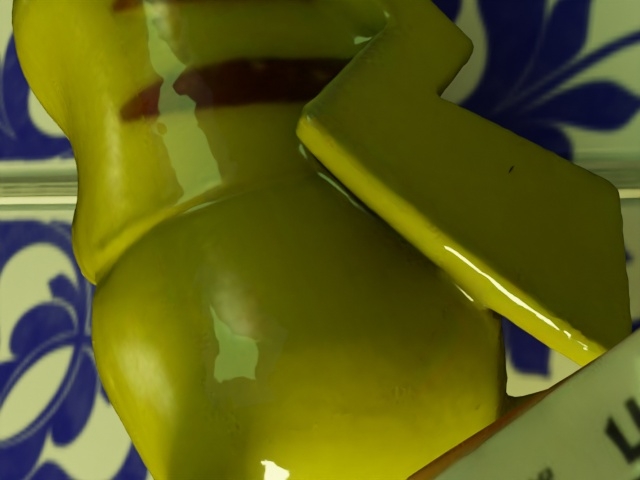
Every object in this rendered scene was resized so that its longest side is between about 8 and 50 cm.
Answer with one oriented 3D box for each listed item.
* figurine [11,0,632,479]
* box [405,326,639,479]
[{"bbox_3d":[-0.002,-0.007,0.621,0.169,0.218,0.326,118,139,-67],"label":"figurine"},{"bbox_3d":[0.156,0.140,0.375,0.091,0.274,0.220,-39,59,22],"label":"box"}]
